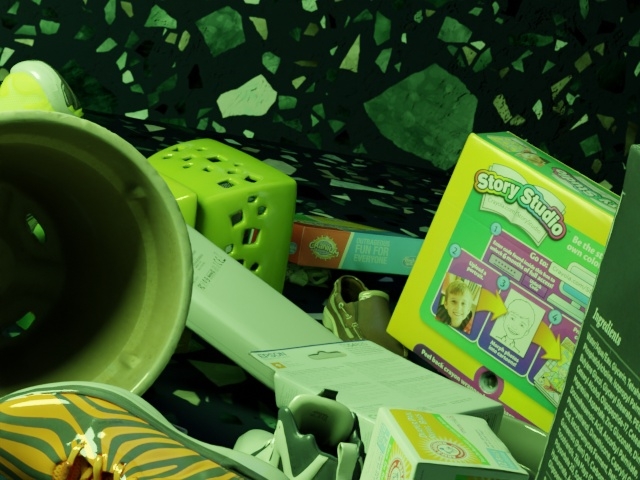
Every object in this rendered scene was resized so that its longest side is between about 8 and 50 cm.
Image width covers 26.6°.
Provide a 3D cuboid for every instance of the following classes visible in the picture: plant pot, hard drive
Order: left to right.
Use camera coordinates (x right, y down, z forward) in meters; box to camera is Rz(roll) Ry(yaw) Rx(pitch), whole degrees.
[{"bbox_3d":[-0.346,0.032,1.474,0.333,0.334,0.305,7,-1,-24],"label":"plant pot"},{"bbox_3d":[-0.192,-0.011,1.983,0.207,0.228,0.227,-7,24,-41],"label":"plant pot"},{"bbox_3d":[-0.094,0.096,1.707,0.353,0.047,0.233,37,13,-3],"label":"hard drive"}]

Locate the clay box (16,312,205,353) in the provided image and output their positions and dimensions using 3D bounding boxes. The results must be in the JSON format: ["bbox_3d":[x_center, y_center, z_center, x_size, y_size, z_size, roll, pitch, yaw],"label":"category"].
[{"bbox_3d":[-0.268,0.106,1.770,0.222,0.053,0.127,1,17,-42],"label":"clay box"}]

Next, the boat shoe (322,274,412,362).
[{"bbox_3d":[0.065,0.117,1.962,0.095,0.095,0.257,8,15,-24],"label":"boat shoe"}]

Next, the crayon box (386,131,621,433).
[{"bbox_3d":[0.296,0.076,1.764,0.363,0.313,0.106,35,24,32],"label":"crayon box"}]

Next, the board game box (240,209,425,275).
[{"bbox_3d":[0.000,0.000,2.329,0.242,0.064,0.316,6,5,-29],"label":"board game box"}]

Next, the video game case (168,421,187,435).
[{"bbox_3d":[-0.245,0.204,1.468,0.157,0.019,0.143,18,14,21],"label":"video game case"}]

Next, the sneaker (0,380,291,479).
[{"bbox_3d":[-0.178,0.225,1.216,0.321,0.125,0.180,15,12,6],"label":"sneaker"}]

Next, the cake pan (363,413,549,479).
[{"bbox_3d":[0.174,0.262,1.567,0.293,0.054,0.293,13,13,-3],"label":"cake pan"}]

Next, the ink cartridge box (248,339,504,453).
[{"bbox_3d":[0.061,0.181,1.574,0.223,0.045,0.224,-1,19,-46],"label":"ink cartridge box"}]

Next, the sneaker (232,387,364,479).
[{"bbox_3d":[-0.018,0.208,1.382,0.094,0.153,0.235,10,14,-19],"label":"sneaker"}]

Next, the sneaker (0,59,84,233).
[{"bbox_3d":[-0.411,-0.054,1.681,0.145,0.385,0.147,41,33,15],"label":"sneaker"}]

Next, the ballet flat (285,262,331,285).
[{"bbox_3d":[-0.024,0.057,2.255,0.114,0.041,0.041,-1,19,-42],"label":"ballet flat"}]

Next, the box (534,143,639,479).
[{"bbox_3d":[0.462,0.211,1.159,0.480,0.472,0.297,10,14,-11],"label":"box"}]

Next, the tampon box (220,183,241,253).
[{"bbox_3d":[-0.221,-0.046,2.297,0.161,0.120,0.101,10,13,-14],"label":"tampon box"}]

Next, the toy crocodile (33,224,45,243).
[{"bbox_3d":[-0.326,0.008,1.802,0.115,0.105,0.340,4,10,-32],"label":"toy crocodile"}]

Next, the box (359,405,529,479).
[{"bbox_3d":[0.089,0.260,1.164,0.103,0.203,0.114,9,14,-17],"label":"box"}]
